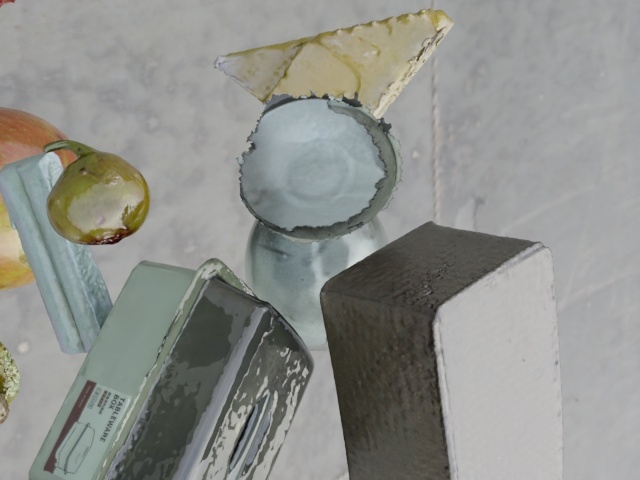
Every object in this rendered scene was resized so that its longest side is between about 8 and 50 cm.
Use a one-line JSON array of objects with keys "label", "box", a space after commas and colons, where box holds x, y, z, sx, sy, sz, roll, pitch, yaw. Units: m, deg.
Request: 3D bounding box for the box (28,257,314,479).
[{"label": "box", "box": [-0.138, 0.175, 0.943, 0.290, 0.166, 0.220, -66, 153, -19]}]

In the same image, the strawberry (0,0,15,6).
[{"label": "strawberry", "box": [-0.446, -0.407, 1.168, 0.258, 0.261, 0.261, -83, 156, -44]}]

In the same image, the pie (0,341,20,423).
[{"label": "pie", "box": [-0.807, 0.216, 1.877, 0.418, 0.395, 0.180, 63, 32, -2]}]

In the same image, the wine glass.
[{"label": "wine glass", "box": [-0.003, -0.004, 1.083, 0.190, 0.190, 0.357, -53, 162, -22]}]

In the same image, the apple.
[{"label": "apple", "box": [-0.598, -0.081, 1.674, 0.339, 0.339, 0.340, -22, 120, -44]}]

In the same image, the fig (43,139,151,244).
[{"label": "fig", "box": [-0.189, -0.045, 0.789, 0.082, 0.084, 0.098, 57, 19, -78]}]

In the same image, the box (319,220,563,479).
[{"label": "box", "box": [0.125, 0.141, 0.899, 0.184, 0.143, 0.273, -27, 117, -39]}]

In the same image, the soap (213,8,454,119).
[{"label": "soap", "box": [0.022, -0.355, 1.655, 0.339, 0.304, 0.169, -51, -179, 7]}]

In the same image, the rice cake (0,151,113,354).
[{"label": "rice cake", "box": [-0.282, 0.018, 1.006, 0.040, 0.085, 0.226, -29, 103, -54]}]
